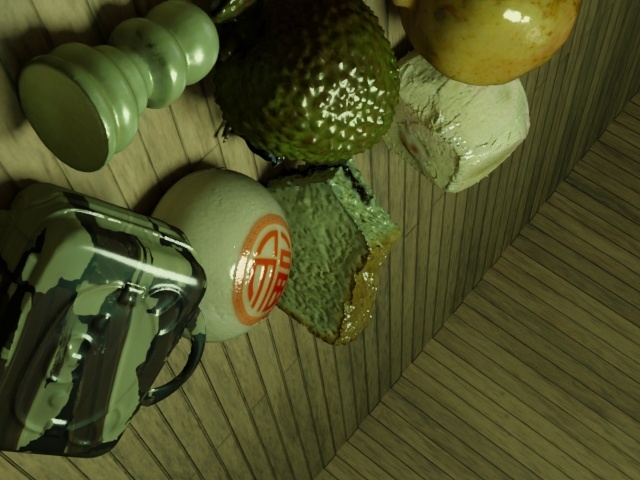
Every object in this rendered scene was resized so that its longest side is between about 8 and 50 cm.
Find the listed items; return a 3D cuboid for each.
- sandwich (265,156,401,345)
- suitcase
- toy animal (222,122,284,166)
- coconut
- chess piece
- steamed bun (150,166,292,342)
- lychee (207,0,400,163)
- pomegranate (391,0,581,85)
[{"bbox_3d":[0.000,0.000,1.710,0.131,0.262,0.325,-34,150,-45],"label":"sandwich"},{"bbox_3d":[-0.315,0.118,1.260,0.339,0.194,0.351,19,107,-44],"label":"suitcase"},{"bbox_3d":[-0.100,-0.162,1.483,0.062,0.108,0.220,-61,-171,12],"label":"toy animal"},{"bbox_3d":[0.270,-0.263,1.866,0.254,0.297,0.297,-35,153,-17],"label":"coconut"},{"bbox_3d":[-0.221,-0.207,1.132,0.251,0.144,0.144,-44,157,-38],"label":"chess piece"},{"bbox_3d":[-0.143,0.030,1.481,0.283,0.177,0.283,-42,139,-50],"label":"steamed bun"},{"bbox_3d":[-0.024,-0.240,1.318,0.320,0.270,0.270,4,126,-24],"label":"lychee"},{"bbox_3d":[0.264,-0.427,1.609,0.342,0.342,0.342,-44,156,-25],"label":"pomegranate"}]
